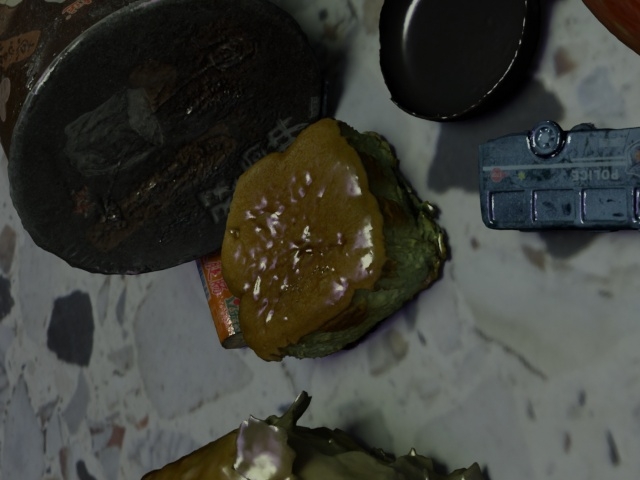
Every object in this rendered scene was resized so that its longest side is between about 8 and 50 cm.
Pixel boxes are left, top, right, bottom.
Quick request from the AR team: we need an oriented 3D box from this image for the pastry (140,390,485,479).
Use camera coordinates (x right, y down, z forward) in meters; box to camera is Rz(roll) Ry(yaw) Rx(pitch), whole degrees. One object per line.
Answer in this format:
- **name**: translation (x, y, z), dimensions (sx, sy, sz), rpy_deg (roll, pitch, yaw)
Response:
- **pastry**: translation (-0.023, 0.269, 0.681), dimensions (0.329, 0.136, 0.329), rpy_deg (-4, 84, 40)

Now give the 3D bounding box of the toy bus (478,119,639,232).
- **toy bus**: translation (0.162, -0.034, 0.599), dimensions (0.166, 0.047, 0.065), rpy_deg (1, 92, 43)

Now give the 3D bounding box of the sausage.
- **sausage**: translation (-0.072, 0.024, 0.811), dimensions (0.031, 0.031, 0.107), rpy_deg (-32, 67, 35)

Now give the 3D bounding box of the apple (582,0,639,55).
- **apple**: translation (0.223, -0.202, 0.374), dimensions (0.277, 0.348, 0.348), rpy_deg (5, 91, 3)

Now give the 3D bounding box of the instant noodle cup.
- **instant noodle cup**: translation (-0.138, -0.120, 0.775), dimensions (0.207, 0.217, 0.217), rpy_deg (50, 118, 39)

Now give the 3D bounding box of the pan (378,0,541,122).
- **pan**: translation (0.113, -0.147, 0.651), dimensions (0.212, 0.040, 0.115), rpy_deg (-32, 66, 43)

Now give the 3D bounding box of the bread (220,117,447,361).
- **bread**: translation (0.000, 0.000, 0.724), dimensions (0.140, 0.069, 0.128), rpy_deg (-41, 61, 31)
